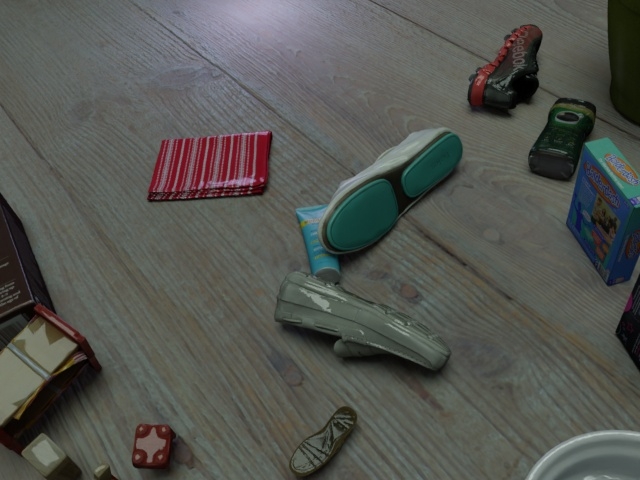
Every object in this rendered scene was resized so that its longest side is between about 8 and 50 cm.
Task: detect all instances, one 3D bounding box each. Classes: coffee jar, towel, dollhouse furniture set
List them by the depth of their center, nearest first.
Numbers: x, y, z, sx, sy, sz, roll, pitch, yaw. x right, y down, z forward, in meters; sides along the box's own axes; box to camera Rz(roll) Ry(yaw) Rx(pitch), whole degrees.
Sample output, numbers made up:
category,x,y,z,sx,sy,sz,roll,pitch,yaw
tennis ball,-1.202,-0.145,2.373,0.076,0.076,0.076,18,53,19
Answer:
category,x,y,z,sx,sy,sz,roll,pitch,yaw
dollhouse furniture set,-0.388,0.301,1.069,0.374,0.152,0.201,34,61,12
coffee jar,0.504,-0.216,1.357,0.096,0.079,0.184,18,57,26
towel,-0.248,-0.175,1.490,0.275,0.031,0.198,-3,49,8

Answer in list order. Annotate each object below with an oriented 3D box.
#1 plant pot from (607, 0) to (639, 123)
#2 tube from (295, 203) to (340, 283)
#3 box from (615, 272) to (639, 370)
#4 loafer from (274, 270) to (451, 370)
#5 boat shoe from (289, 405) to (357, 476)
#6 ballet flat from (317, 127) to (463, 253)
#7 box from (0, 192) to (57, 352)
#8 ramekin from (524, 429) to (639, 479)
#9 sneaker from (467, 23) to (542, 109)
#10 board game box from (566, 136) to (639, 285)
category,x,y,z,sx,sy,sz,roll,pitch,yaw
plant pot,0.739,-0.423,1.308,0.367,0.352,0.366,-5,49,6
tube,0.000,0.000,1.293,0.080,0.052,0.207,-4,43,-6
box,0.568,0.110,0.962,0.164,0.247,0.142,-14,51,-2
loafer,0.065,0.154,1.124,0.320,0.112,0.111,22,93,25
boat shoe,0.007,0.319,1.021,0.135,0.045,0.050,-37,62,-24
ballet flat,0.121,-0.106,1.319,0.400,0.139,0.139,-38,54,-25
box,-0.667,0.074,1.289,0.191,0.143,0.381,-28,53,-13
ramekin,0.379,0.390,0.815,0.278,0.135,0.277,-6,59,10
sneaker,0.455,-0.393,1.502,0.135,0.097,0.276,27,62,29
board game box,0.497,-0.047,1.131,0.047,0.210,0.160,-15,50,-3
